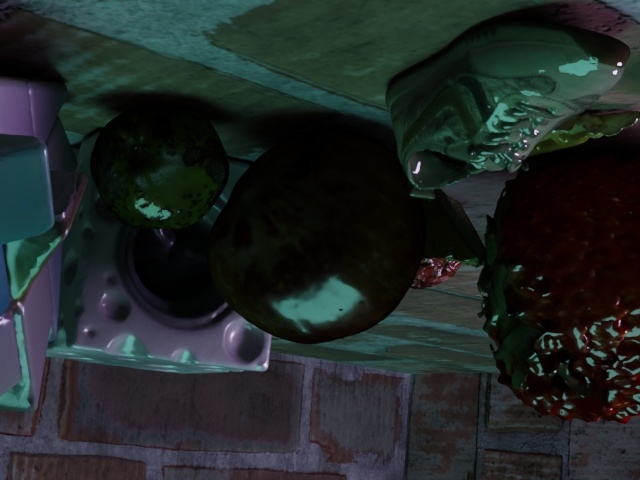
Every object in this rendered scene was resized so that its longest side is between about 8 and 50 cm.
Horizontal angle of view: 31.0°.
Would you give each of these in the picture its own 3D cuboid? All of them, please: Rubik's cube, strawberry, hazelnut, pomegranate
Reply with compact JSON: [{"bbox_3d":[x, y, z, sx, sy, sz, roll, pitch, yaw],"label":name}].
[{"bbox_3d":[-0.387,-0.007,1.010,0.358,0.368,0.387,6,128,0],"label":"Rubik's cube"},{"bbox_3d":[0.341,0.040,1.214,0.351,0.267,0.312,-15,140,-5],"label":"strawberry"},{"bbox_3d":[0.000,0.000,1.196,0.218,0.234,0.218,39,-175,-4],"label":"hazelnut"},{"bbox_3d":[-0.161,-0.086,1.170,0.138,0.163,0.126,-13,126,10],"label":"pomegranate"}]

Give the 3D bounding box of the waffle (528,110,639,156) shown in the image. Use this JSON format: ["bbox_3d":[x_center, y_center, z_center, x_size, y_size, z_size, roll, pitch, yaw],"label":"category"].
[{"bbox_3d":[0.186,-0.111,1.081,0.125,0.032,0.191,16,162,-38],"label":"waffle"}]

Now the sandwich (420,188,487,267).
[{"bbox_3d":[0.089,-0.032,1.326,0.244,0.088,0.090,12,178,32],"label":"sandwich"}]

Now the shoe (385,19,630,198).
[{"bbox_3d":[0.144,-0.105,0.946,0.103,0.098,0.275,5,168,-24],"label":"shoe"}]

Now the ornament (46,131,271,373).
[{"bbox_3d":[-0.208,0.029,1.382,0.239,0.239,0.239,11,167,-29],"label":"ornament"}]

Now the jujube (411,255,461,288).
[{"bbox_3d":[0.091,0.001,1.455,0.176,0.109,0.112,8,-169,-11],"label":"jujube"}]
